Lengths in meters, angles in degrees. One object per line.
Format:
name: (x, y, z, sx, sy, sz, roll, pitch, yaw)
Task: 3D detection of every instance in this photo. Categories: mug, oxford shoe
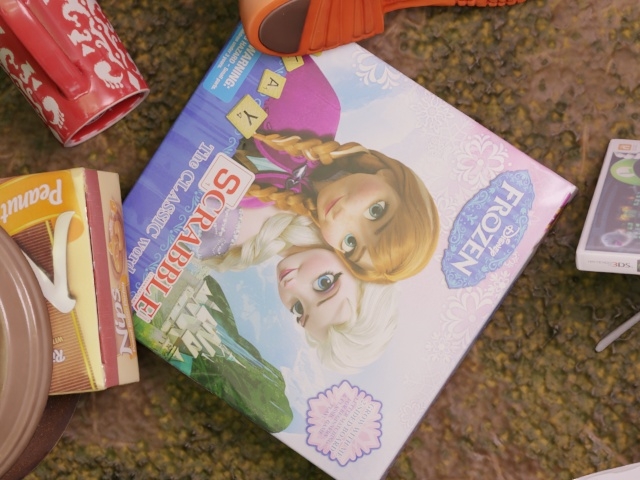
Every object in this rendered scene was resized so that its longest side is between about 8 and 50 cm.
mug: (-0.240, -0.168, 1.528, 0.113, 0.150, 0.169, -35, 88, 32)
oxford shoe: (0.098, -0.266, 1.465, 0.364, 0.130, 0.132, -14, 62, -9)

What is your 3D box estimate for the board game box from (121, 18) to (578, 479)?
board game box: (0.000, 0.000, 1.519, 0.318, 0.066, 0.318, 33, 95, 9)

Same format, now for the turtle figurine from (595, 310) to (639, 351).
turtle figurine: (0.381, 0.078, 1.437, 0.266, 0.274, 0.197, -26, 59, -12)

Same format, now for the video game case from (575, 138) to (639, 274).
video game case: (0.301, -0.026, 1.407, 0.173, 0.190, 0.022, 4, 122, 16)

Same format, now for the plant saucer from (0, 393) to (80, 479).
plant saucer: (-0.363, 0.090, 1.591, 0.311, 0.050, 0.310, 0, 89, 11)

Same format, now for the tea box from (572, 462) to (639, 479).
tea box: (0.177, 0.369, 1.323, 0.329, 0.220, 0.323, -33, 71, 36)

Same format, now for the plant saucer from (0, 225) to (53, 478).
plant saucer: (-0.352, 0.089, 1.449, 0.278, 0.041, 0.277, 1, 93, 14)

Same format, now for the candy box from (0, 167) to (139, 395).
candy box: (-0.321, 0.048, 1.507, 0.317, 0.087, 0.182, -6, 89, 13)
